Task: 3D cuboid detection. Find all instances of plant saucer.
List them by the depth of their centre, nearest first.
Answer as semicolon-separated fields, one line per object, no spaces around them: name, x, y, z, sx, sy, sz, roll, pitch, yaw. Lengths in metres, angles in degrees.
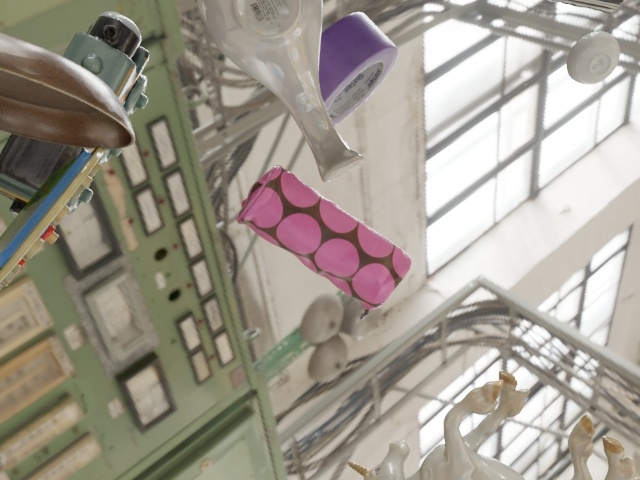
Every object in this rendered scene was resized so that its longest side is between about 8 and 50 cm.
plant saucer;-0.350;-0.170;0.858;0.310;0.050;0.310;13;-7;2

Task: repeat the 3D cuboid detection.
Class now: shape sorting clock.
shape sorting clock;-0.286;-0.013;0.810;0.040;0.206;0.206;41;-21;-22

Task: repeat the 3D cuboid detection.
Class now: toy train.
toy train;-0.358;-0.177;1.166;0.142;0.334;0.190;28;-14;-9

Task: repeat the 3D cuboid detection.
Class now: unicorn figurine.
unicorn figurine;0.091;0.129;0.433;0.162;0.060;0.111;32;-79;25

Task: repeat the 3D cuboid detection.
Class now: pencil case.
pencil case;0.000;0.000;0.932;0.209;0.095;0.098;37;-9;-15

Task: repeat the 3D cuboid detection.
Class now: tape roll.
tape roll;0.030;-0.265;1.267;0.080;0.189;0.189;49;-27;8

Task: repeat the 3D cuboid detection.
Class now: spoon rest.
spoon rest;-0.037;-0.202;0.891;0.276;0.137;0.084;65;-4;-16

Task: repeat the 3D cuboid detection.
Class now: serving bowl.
serving bowl;0.413;-0.269;1.191;0.027;0.083;0.083;-108;-174;-51

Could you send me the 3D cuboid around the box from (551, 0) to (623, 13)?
box;0.100;-0.513;0.984;0.480;0.471;0.298;47;-49;49
